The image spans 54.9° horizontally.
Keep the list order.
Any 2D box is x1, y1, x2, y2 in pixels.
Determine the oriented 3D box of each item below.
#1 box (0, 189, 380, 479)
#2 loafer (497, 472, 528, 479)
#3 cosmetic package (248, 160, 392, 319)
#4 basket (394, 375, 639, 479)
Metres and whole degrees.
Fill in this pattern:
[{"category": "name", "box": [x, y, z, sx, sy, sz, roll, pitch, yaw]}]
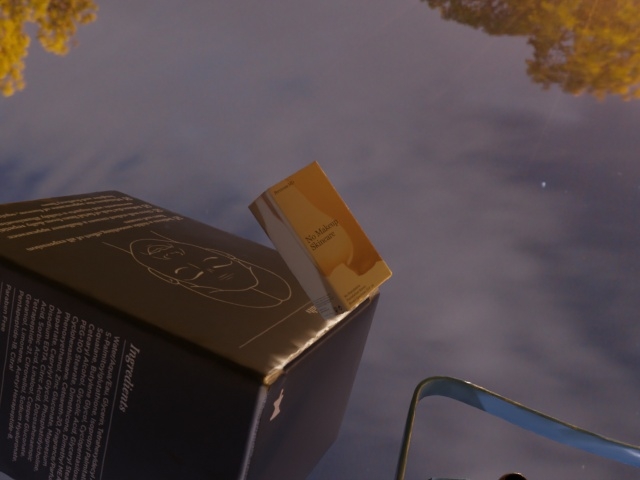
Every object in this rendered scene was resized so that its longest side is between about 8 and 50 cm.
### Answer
[{"category": "box", "box": [-0.180, 0.111, 0.661, 0.395, 0.212, 0.293, 19, -164, 19]}, {"category": "loafer", "box": [0.173, 0.327, 0.614, 0.109, 0.095, 0.302, 14, -173, 19]}, {"category": "cosmetic package", "box": [0.000, 0.000, 0.503, 0.060, 0.115, 0.041, -37, -177, -34]}, {"category": "basket", "box": [0.154, 0.237, 0.422, 0.254, 0.201, 0.289, 17, -137, 15]}]
